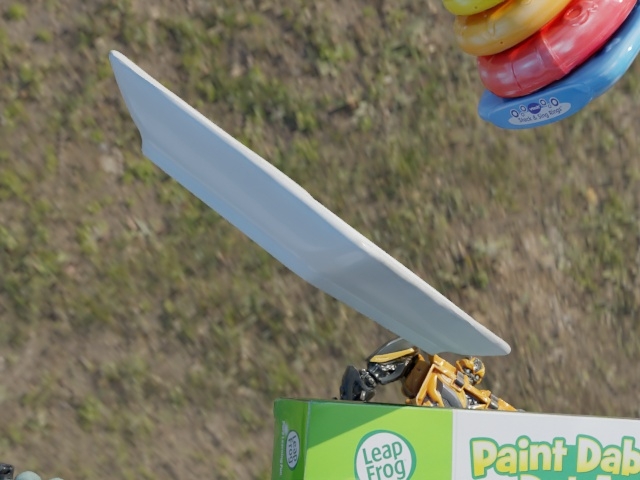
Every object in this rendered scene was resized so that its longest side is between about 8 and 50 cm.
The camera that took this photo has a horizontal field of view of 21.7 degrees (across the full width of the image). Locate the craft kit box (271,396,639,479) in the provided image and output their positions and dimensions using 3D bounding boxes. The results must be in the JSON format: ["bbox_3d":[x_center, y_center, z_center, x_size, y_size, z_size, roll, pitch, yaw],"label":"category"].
[{"bbox_3d":[0.090,0.213,0.894,0.250,0.061,0.247,5,83,-22],"label":"craft kit box"}]

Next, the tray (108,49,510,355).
[{"bbox_3d":[0.000,0.000,0.771,0.145,0.270,0.030,37,91,22],"label":"tray"}]

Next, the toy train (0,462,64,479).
[{"bbox_3d":[-0.211,0.284,1.329,0.334,0.142,0.190,2,86,56],"label":"toy train"}]

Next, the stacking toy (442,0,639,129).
[{"bbox_3d":[0.135,-0.251,1.364,0.175,0.302,0.166,-13,36,52],"label":"stacking toy"}]

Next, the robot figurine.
[{"bbox_3d":[0.080,0.234,1.552,0.211,0.085,0.291,34,78,-13],"label":"robot figurine"}]
